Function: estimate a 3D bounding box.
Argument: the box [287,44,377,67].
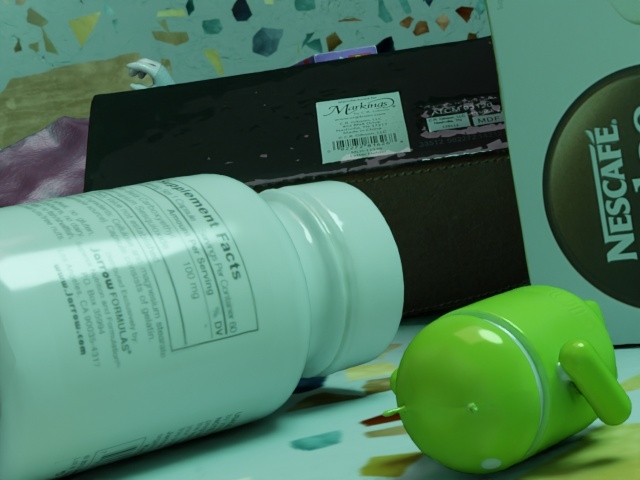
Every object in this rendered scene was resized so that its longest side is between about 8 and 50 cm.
[{"bbox_3d":[0.020,-0.071,1.356,0.057,0.201,0.293,-9,6,-5],"label":"box"}]

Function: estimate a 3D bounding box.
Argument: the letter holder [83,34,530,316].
[{"bbox_3d":[0.000,0.000,1.062,0.302,0.214,0.152,-8,37,0],"label":"letter holder"}]

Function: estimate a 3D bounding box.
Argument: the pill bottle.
[{"bbox_3d":[-0.078,0.036,0.731,0.229,0.131,0.131,-12,6,-35],"label":"pill bottle"}]

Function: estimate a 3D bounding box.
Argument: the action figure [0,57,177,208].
[{"bbox_3d":[-0.177,0.002,1.335,0.248,0.275,0.370,-43,35,-13],"label":"action figure"}]

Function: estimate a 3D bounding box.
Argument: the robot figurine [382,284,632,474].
[{"bbox_3d":[0.077,0.056,0.604,0.101,0.067,0.115,-12,2,41],"label":"robot figurine"}]

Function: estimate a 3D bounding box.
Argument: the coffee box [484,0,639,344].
[{"bbox_3d":[0.309,-0.140,0.878,0.334,0.337,0.338,-7,6,28],"label":"coffee box"}]
